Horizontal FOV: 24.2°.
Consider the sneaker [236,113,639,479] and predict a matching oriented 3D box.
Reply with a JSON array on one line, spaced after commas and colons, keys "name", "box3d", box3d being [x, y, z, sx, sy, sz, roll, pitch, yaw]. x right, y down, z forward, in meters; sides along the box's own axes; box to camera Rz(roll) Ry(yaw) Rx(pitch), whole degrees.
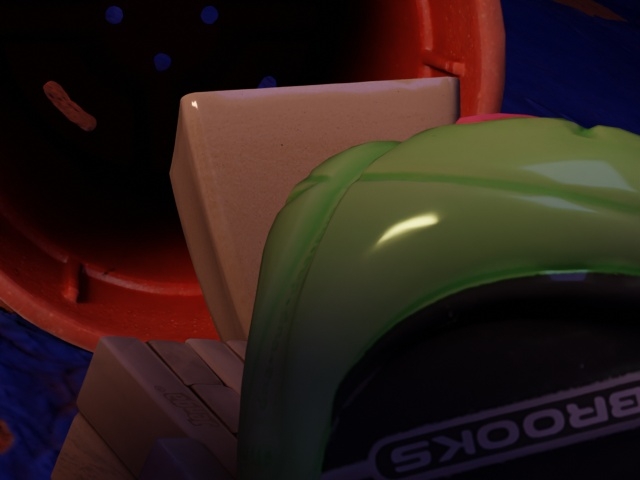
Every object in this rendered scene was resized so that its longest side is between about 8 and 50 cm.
[{"name": "sneaker", "box3d": [0.157, 0.149, 0.478, 0.483, 0.202, 0.185, 30, -19, -24]}]

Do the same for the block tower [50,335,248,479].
[{"name": "block tower", "box3d": [0.050, 0.101, 0.573, 0.335, 0.091, 0.097, 6, 23, -42]}]

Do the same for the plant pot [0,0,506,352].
[{"name": "plant pot", "box3d": [-0.073, -0.106, 0.778, 0.272, 0.272, 0.265, 18, 11, -15]}]

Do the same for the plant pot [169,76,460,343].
[{"name": "plant pot", "box3d": [0.000, 0.000, 0.606, 0.109, 0.096, 0.109, -5, -14, -10]}]
